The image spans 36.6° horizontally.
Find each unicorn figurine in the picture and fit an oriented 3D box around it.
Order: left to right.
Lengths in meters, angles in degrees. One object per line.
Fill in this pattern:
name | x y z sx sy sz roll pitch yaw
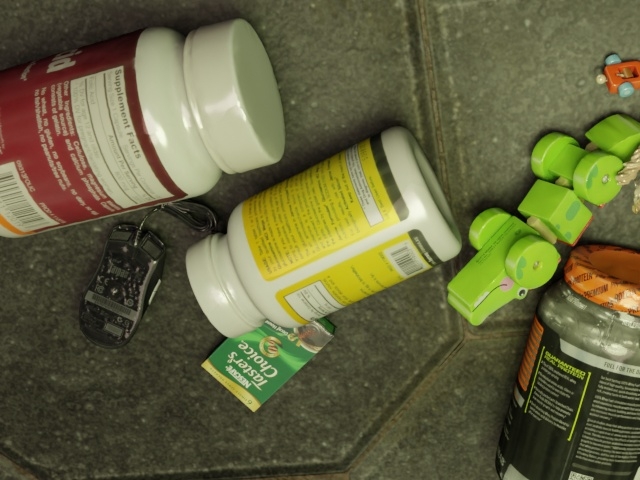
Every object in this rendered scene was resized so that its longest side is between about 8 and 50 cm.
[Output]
unicorn figurine | 0.444 -0.064 1.196 0.162 0.060 0.111 38 72 -26

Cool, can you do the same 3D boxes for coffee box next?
coffee box | -0.077 0.158 1.430 0.113 0.040 0.184 44 110 -7

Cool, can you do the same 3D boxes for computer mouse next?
computer mouse | -0.240 0.045 1.412 0.184 0.060 0.261 18 99 8

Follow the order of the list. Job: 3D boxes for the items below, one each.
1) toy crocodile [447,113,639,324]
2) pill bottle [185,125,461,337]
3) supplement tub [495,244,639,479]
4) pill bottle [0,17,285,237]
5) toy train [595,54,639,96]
toy crocodile | 0.295 -0.028 1.235 0.340 0.115 0.105 -50 124 -2
pill bottle | 0.000 0.000 1.275 0.334 0.188 0.187 -25 103 13
supplement tub | 0.366 0.190 1.276 0.207 0.207 0.337 13 111 5
pill bottle | -0.260 -0.149 1.257 0.393 0.224 0.224 -12 107 13
toy train | 0.421 -0.163 1.205 0.125 0.166 0.046 -14 150 -6
